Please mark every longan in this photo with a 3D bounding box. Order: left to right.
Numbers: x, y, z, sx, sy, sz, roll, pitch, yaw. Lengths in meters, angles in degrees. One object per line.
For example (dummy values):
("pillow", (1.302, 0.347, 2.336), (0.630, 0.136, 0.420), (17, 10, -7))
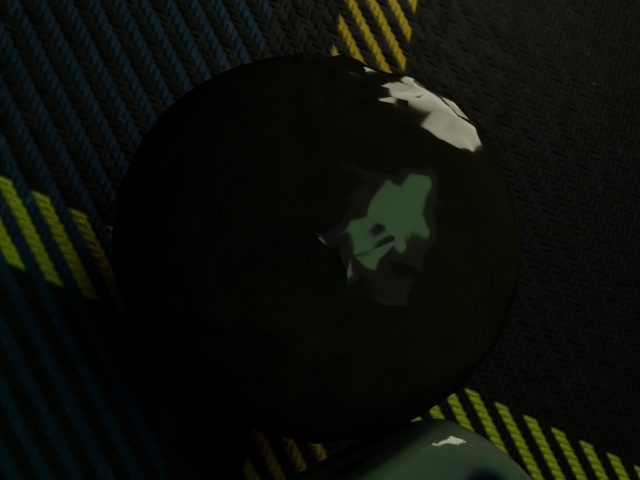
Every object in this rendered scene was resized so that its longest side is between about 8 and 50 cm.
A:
("longan", (0.000, 0.000, 1.768), (0.391, 0.391, 0.391), (13, 65, -31))

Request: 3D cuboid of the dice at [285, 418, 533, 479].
("dice", (0.066, 0.355, 1.728), (0.277, 0.304, 0.304), (-31, 92, -39))
